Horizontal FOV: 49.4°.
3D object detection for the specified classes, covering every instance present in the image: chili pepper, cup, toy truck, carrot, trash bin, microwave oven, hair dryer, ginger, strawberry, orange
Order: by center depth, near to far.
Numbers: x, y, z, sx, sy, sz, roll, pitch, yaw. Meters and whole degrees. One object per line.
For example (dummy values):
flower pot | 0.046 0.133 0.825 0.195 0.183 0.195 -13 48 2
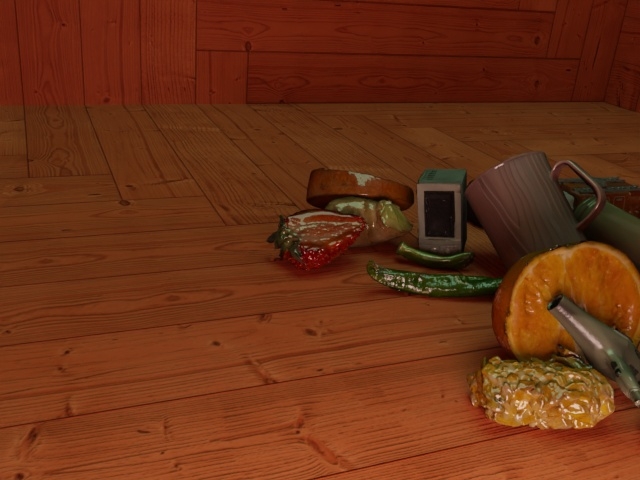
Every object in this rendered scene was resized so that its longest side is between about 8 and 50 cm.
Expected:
hair dryer | 0.493 0.189 1.244 0.219 0.088 0.225 46 19 15
orange | 0.493 0.133 1.373 0.310 0.274 0.274 -14 20 11
chili pepper | 0.279 0.097 1.633 0.359 0.076 0.085 5 4 -10
trash bin | 0.765 0.029 1.722 0.121 0.243 0.247 -41 39 -4
cup | 0.541 -0.073 1.731 0.289 0.273 0.208 -25 -20 8
strawberry | -0.004 -0.011 1.750 0.228 0.097 0.174 -26 52 -29
chili pepper | 0.294 0.044 1.787 0.202 0.051 0.050 10 53 8
microwave oven | 0.323 -0.074 1.857 0.123 0.208 0.162 2 21 17
ginger | 0.111 -0.051 1.859 0.267 0.137 0.152 -6 -12 1
toy truck | 0.714 -0.074 1.951 0.388 0.206 0.173 -4 24 -20
carrot | 0.116 -0.139 1.997 0.308 0.100 0.258 4 -6 7

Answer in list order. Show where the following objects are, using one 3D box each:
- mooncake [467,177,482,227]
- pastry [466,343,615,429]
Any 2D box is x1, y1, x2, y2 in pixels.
mooncake | 0.578 -0.125 2.137 0.283 0.141 0.283 4 20 -1
pastry | 0.394 0.263 1.229 0.250 0.102 0.154 1 22 -4
